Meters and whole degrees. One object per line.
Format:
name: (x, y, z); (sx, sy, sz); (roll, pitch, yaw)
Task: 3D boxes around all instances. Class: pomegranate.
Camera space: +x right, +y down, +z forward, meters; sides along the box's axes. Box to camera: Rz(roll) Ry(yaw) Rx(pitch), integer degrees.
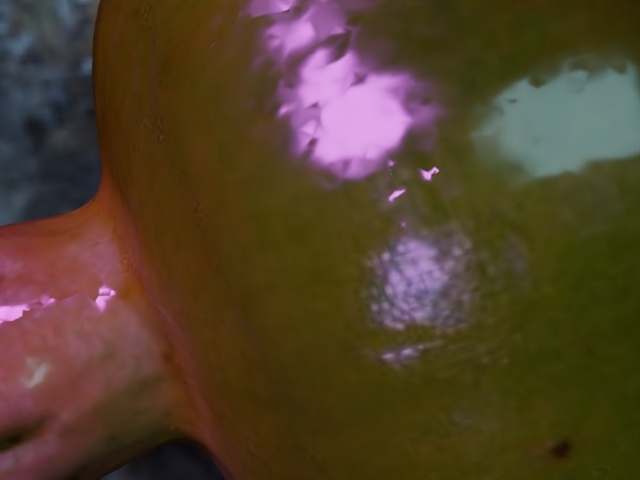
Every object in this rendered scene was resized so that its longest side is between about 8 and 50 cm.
pomegranate: (0.000, 0.000, 0.489); (0.301, 0.236, 0.236); (-18, 78, -10)
